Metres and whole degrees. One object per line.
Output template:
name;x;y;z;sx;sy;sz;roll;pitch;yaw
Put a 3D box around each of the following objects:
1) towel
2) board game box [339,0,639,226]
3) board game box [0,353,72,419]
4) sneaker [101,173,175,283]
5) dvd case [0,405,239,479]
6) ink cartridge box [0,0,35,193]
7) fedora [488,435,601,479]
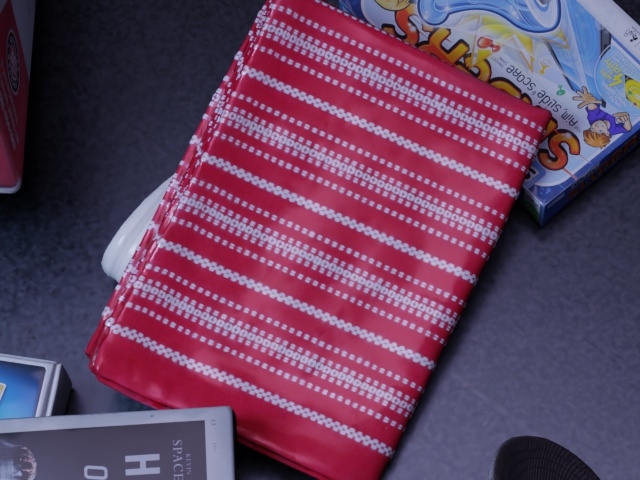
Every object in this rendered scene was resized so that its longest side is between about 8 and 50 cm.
towel;0.000;0.000;1.218;0.199;0.031;0.275;27;83;-3
board game box;0.127;-0.124;1.307;0.136;0.035;0.201;-39;71;-12
board game box;-0.321;0.149;1.215;0.305;0.053;0.193;8;69;7
sneaker;-0.039;-0.035;1.270;0.094;0.080;0.212;39;81;4
dvd case;-0.164;0.190;1.145;0.239;0.029;0.179;-4;70;2
ink cartridge box;-0.269;-0.259;1.224;0.160;0.279;0.384;-2;56;2
fedora;0.132;0.255;1.079;0.124;0.244;0.275;-37;77;20
